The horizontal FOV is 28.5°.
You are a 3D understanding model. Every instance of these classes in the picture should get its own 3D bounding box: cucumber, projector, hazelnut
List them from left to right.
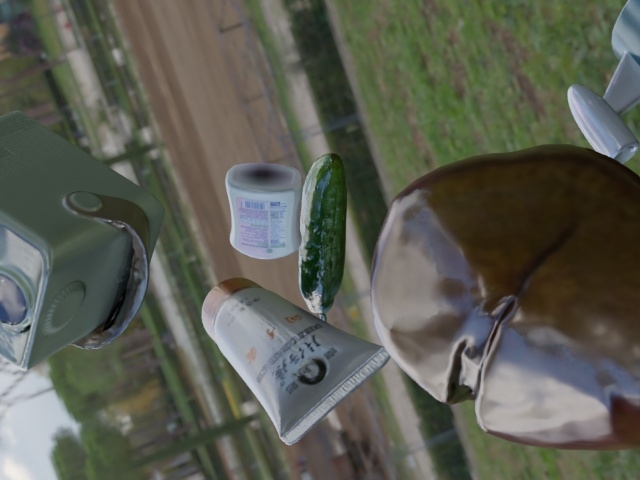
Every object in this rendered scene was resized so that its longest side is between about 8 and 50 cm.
[{"bbox_3d":[-0.282,0.000,1.225,0.242,0.177,0.163,32,125,16],"label":"projector"},{"bbox_3d":[0.000,0.000,1.419,0.056,0.056,0.250,-120,26,-47],"label":"cucumber"},{"bbox_3d":[0.135,0.039,0.734,0.212,0.181,0.181,32,147,20],"label":"hazelnut"}]

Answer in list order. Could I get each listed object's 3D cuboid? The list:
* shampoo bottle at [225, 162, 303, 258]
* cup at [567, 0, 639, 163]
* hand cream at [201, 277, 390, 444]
[{"bbox_3d":[-0.052,-0.024,1.199,0.043,0.072,0.099,-82,-6,-46],"label":"shampoo bottle"},{"bbox_3d":[0.357,-0.148,1.053,0.173,0.299,0.167,58,175,27],"label":"cup"},{"bbox_3d":[-0.044,0.127,1.377,0.089,0.139,0.314,55,166,-28],"label":"hand cream"}]
